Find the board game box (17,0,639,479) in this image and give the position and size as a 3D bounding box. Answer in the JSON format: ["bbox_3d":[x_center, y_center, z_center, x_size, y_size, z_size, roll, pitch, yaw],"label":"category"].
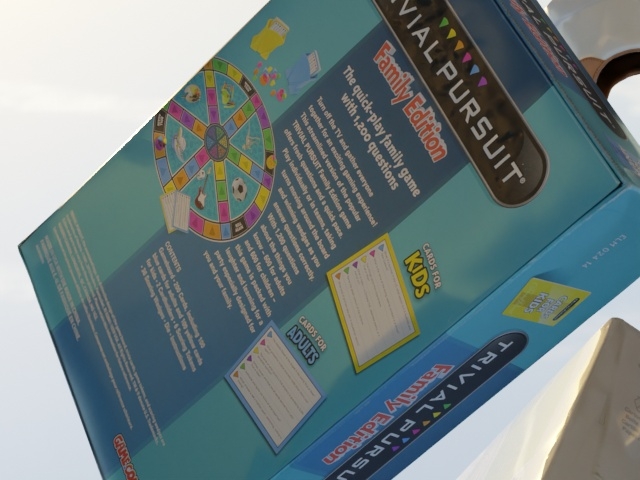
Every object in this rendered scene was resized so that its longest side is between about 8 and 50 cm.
[{"bbox_3d":[0.000,0.000,0.891,0.079,0.336,0.254,25,-150,-48],"label":"board game box"}]

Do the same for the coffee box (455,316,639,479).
[{"bbox_3d":[0.248,0.342,1.356,0.337,0.334,0.338,36,-141,0],"label":"coffee box"}]

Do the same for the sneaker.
[{"bbox_3d":[0.344,-0.198,1.397,0.290,0.123,0.106,-23,160,23],"label":"sneaker"}]
